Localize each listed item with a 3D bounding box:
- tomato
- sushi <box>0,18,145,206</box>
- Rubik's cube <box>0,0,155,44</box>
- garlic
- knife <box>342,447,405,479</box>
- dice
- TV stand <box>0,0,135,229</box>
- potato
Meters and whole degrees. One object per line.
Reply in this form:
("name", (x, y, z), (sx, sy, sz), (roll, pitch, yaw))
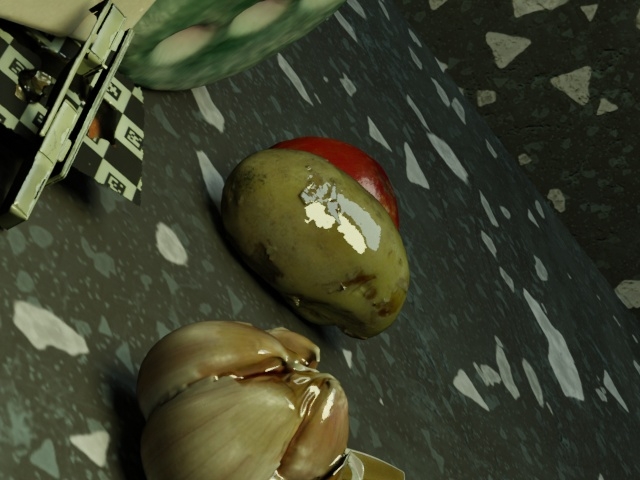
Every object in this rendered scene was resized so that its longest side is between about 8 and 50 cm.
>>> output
("tomato", (0.032, -0.038, 1.650), (0.233, 0.140, 0.200), (39, 32, -43))
("sushi", (-0.284, -0.148, 1.188), (0.280, 0.043, 0.192), (33, 34, -35))
("Rubik's cube", (-0.264, -0.410, 1.162), (0.322, 0.316, 0.319), (48, 15, 17))
("garlic", (-0.072, 0.173, 1.049), (0.160, 0.191, 0.214), (15, 52, -27))
("knife", (0.039, 0.248, 1.394), (0.256, 0.022, 0.046), (27, 31, -56))
("dice", (-0.142, -0.394, 1.467), (0.330, 0.348, 0.328), (59, 21, 10))
("TV stand", (-0.226, -0.113, 1.128), (0.042, 0.036, 0.249), (41, 49, -31))
("potato", (0.000, 0.000, 1.472), (0.262, 0.165, 0.165), (51, 20, -20))
